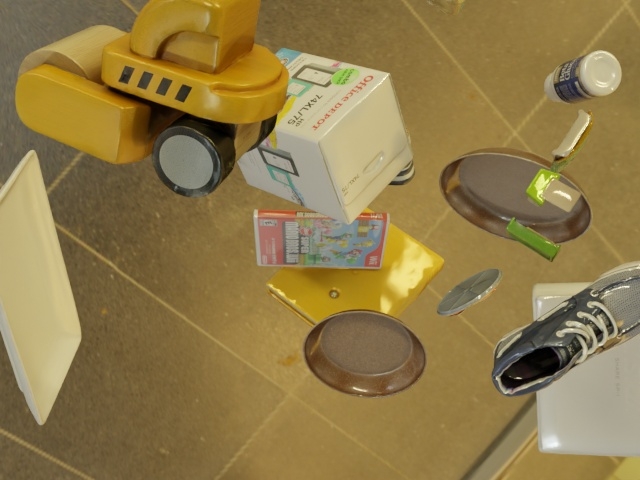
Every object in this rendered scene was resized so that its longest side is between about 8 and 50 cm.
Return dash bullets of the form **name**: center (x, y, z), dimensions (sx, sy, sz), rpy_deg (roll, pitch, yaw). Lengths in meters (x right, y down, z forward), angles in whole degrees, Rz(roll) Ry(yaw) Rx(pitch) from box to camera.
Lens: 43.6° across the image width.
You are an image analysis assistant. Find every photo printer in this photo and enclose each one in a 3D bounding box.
- **photo printer**: center (0.465, 0.185, 1.145), dimensions (0.308, 0.107, 0.256), rpy_deg (-1, 94, 16)

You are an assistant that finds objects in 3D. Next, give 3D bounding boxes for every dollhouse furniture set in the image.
- **dollhouse furniture set**: center (0.261, -0.058, 0.844), dimensions (0.151, 0.059, 0.076), rpy_deg (-57, 162, -1)

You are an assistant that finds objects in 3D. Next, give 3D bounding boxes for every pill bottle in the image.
- **pill bottle**: center (0.555, -0.344, 1.714), dimensions (0.094, 0.169, 0.094), rpy_deg (0, 90, -16)

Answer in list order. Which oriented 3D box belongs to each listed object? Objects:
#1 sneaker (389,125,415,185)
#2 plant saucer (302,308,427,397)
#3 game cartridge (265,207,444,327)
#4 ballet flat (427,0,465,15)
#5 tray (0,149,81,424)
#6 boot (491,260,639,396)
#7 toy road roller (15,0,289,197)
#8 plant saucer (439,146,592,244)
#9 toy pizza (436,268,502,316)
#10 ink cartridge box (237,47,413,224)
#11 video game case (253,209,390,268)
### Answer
- **sneaker**: center (0.126, -0.229, 1.838), dimensions (0.099, 0.282, 0.153), rpy_deg (-27, 130, -10)
- **plant saucer**: center (0.072, 0.174, 1.275), dimensions (0.199, 0.036, 0.198), rpy_deg (5, 129, 6)
- **game cartridge**: center (0.082, 0.084, 1.868), dimensions (0.324, 0.285, 0.052), rpy_deg (-44, 156, -25)
- **ballet flat**: center (0.181, -0.501, 1.522), dimensions (0.080, 0.232, 0.073), rpy_deg (-39, 155, -13)
- **tray**: center (-0.310, 0.054, 0.844), dimensions (0.030, 0.145, 0.270), rpy_deg (2, 127, 3)
- **boot**: center (0.246, 0.087, 0.739), dimensions (0.190, 0.086, 0.069), rpy_deg (-35, 89, 18)
- **toy road roller**: center (-0.199, -0.228, 1.004), dimensions (0.330, 0.202, 0.240), rpy_deg (20, 123, 9)
- **plant saucer**: center (0.394, -0.094, 1.609), dimensions (0.310, 0.311, 0.050), rpy_deg (41, 61, -29)
- **toy pizza**: center (0.396, 0.142, 2.103), dimensions (0.201, 0.201, 0.032), rpy_deg (-36, 98, -8)
- **ink cartridge box**: center (-0.010, -0.193, 1.441), dimensions (0.198, 0.270, 0.197), rpy_deg (-46, 137, -24)
- **video game case**: center (0.000, 0.000, 1.751), dimensions (0.285, 0.025, 0.204), rpy_deg (1, 148, -1)
